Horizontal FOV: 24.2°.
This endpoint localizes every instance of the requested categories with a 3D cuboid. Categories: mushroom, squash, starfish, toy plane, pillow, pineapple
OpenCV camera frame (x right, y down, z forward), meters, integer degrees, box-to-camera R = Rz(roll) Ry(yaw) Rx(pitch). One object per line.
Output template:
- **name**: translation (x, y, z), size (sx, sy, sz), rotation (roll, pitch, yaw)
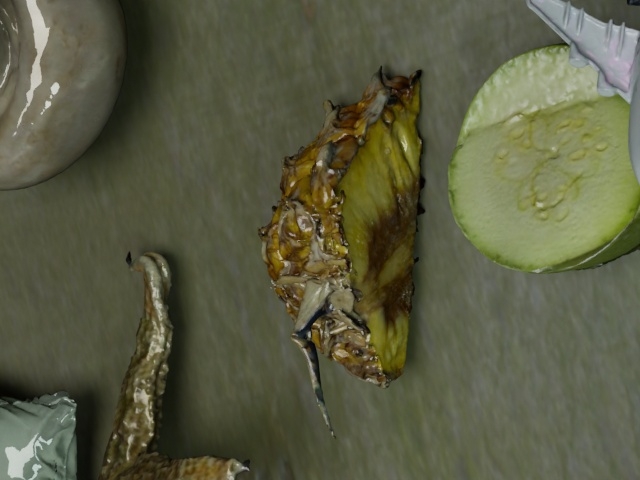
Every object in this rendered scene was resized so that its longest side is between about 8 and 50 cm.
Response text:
- **mushroom**: translation (-0.361, -0.195, 1.529), size (0.297, 0.290, 0.297), rotation (3, 97, 28)
- **squash**: translation (0.209, -0.077, 1.339), size (0.220, 0.133, 0.220), rotation (1, 91, 31)
- **starfish**: translation (-0.176, 0.261, 1.533), size (0.324, 0.082, 0.432), rotation (-134, 55, -62)
- **toy plane**: translation (0.290, -0.156, 1.236), size (0.251, 0.101, 0.255), rotation (10, 65, 4)
- **pillow**: translation (-0.387, 0.311, 1.693), size (0.283, 0.138, 0.310), rotation (-1, 93, 28)
- **pineapple**: translation (-0.003, 0.000, 1.437), size (0.161, 0.158, 0.334), rotation (7, 100, 28)
